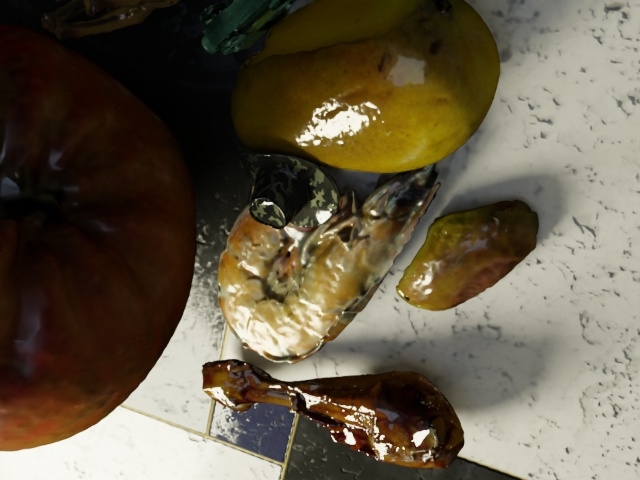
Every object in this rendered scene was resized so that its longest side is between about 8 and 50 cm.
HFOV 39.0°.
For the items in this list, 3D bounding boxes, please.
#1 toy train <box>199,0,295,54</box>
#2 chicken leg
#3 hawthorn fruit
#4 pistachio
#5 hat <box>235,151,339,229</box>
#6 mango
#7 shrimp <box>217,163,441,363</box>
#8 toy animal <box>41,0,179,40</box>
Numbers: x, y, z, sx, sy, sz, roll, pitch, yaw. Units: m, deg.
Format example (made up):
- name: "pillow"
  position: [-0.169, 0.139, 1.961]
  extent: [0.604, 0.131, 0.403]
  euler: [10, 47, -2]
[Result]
- name: "toy train"
  position: [-0.057, -0.214, 0.826]
  extent: [0.122, 0.081, 0.050]
  euler: [-35, 92, 27]
- name: "chicken leg"
  position: [0.010, 0.174, 0.990]
  extent: [0.304, 0.093, 0.113]
  euler: [12, 136, 17]
- name: "hawthorn fruit"
  position: [-0.331, 0.015, 0.869]
  extent: [0.402, 0.403, 0.403]
  euler: [7, 117, 15]
- name: "pistachio"
  position: [0.136, 0.018, 0.894]
  extent: [0.089, 0.049, 0.173]
  euler: [47, 119, -7]
- name: "hat"
  position: [-0.040, -0.039, 0.855]
  extent: [0.121, 0.050, 0.121]
  euler: [24, 155, 12]
- name: "mango"
  position: [0.031, -0.136, 0.809]
  extent: [0.262, 0.130, 0.167]
  euler: [-3, 126, 30]
- name: "shrimp"
  position: [0.000, 0.000, 0.926]
  extent: [0.164, 0.062, 0.317]
  euler: [44, 118, 2]
- name: "toy animal"
  position: [-0.125, -0.248, 0.818]
  extent: [0.275, 0.149, 0.054]
  euler: [-24, 99, -6]
